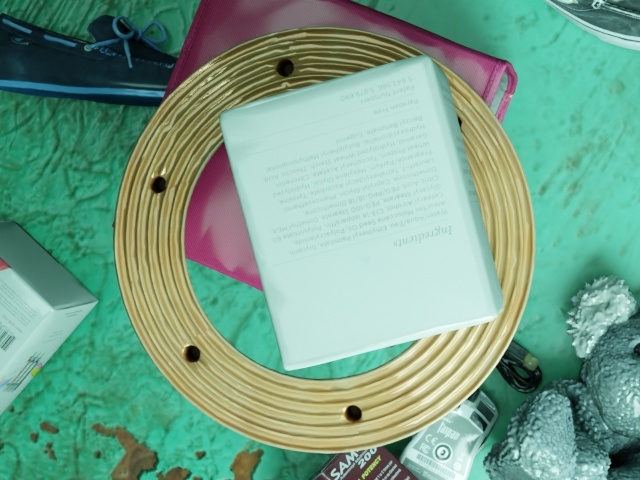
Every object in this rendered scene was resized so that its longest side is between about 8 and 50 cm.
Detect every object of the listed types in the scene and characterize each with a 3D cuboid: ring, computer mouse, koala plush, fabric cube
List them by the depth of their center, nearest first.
[{"bbox_3d":[0.000,0.000,1.006,0.336,0.032,0.337,0,93,9],"label":"ring"},{"bbox_3d":[0.009,-0.079,1.146,0.258,0.254,0.259,23,96,9],"label":"fabric cube"},{"bbox_3d":[0.271,0.155,1.169,0.196,0.203,0.221,31,75,-2],"label":"koala plush"},{"bbox_3d":[0.132,0.175,1.241,0.106,0.042,0.193,30,90,2],"label":"computer mouse"}]

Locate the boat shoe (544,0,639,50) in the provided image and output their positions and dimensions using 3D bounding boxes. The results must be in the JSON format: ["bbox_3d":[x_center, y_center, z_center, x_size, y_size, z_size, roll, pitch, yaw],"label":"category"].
[{"bbox_3d":[0.238,-0.268,1.178,0.301,0.102,0.108,30,96,7],"label":"boat shoe"}]

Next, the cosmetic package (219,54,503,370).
[{"bbox_3d":[0.036,-0.019,0.907,0.151,0.151,0.184,-14,89,10],"label":"cosmetic package"}]

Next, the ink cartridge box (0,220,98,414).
[{"bbox_3d":[-0.340,0.087,1.268,0.128,0.127,0.176,43,97,6],"label":"ink cartridge box"}]

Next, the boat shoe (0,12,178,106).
[{"bbox_3d":[-0.216,-0.183,1.253,0.258,0.109,0.089,7,89,7],"label":"boat shoe"}]

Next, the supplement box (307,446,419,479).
[{"bbox_3d":[0.084,0.302,1.202,0.239,0.130,0.073,43,53,5],"label":"supplement box"}]
